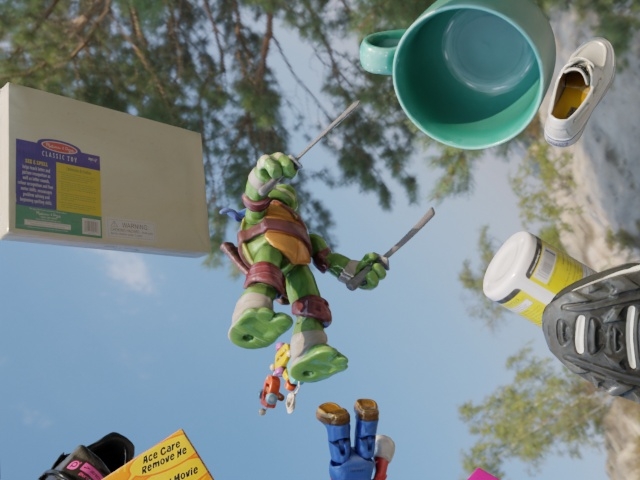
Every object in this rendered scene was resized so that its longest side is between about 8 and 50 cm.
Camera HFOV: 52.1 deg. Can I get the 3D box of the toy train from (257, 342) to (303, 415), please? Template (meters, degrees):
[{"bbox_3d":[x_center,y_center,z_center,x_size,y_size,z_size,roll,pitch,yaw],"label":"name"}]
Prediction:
[{"bbox_3d":[-0.050,0.231,1.069,0.046,0.166,0.125,17,-104,-21],"label":"toy train"}]

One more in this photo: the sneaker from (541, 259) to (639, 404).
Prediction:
[{"bbox_3d":[0.283,0.049,0.463,0.108,0.272,0.100,-132,37,-76],"label":"sneaker"}]

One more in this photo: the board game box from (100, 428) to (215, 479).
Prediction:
[{"bbox_3d":[-0.203,0.533,0.799,0.356,0.357,0.356,47,157,33],"label":"board game box"}]

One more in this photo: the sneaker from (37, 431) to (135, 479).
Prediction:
[{"bbox_3d":[-0.477,0.476,1.164,0.185,0.202,0.483,30,-171,0],"label":"sneaker"}]

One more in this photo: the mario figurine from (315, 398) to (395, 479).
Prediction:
[{"bbox_3d":[0.047,0.493,1.379,0.170,0.198,0.320,-14,-74,-72],"label":"mario figurine"}]

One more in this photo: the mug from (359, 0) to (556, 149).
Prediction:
[{"bbox_3d":[0.131,-0.168,0.584,0.158,0.129,0.097,41,-136,-3],"label":"mug"}]

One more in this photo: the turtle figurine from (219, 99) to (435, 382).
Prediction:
[{"bbox_3d":[0.000,0.000,0.732,0.197,0.275,0.266,78,-170,-47],"label":"turtle figurine"}]

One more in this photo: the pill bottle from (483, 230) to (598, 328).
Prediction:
[{"bbox_3d":[0.201,0.047,0.546,0.116,0.065,0.065,30,-159,-5],"label":"pill bottle"}]

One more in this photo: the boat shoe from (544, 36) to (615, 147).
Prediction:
[{"bbox_3d":[0.190,-0.117,0.480,0.035,0.100,0.035,22,160,28],"label":"boat shoe"}]

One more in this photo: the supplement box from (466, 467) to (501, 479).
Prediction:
[{"bbox_3d":[0.232,0.367,0.703,0.220,0.113,0.111,21,-143,38],"label":"supplement box"}]

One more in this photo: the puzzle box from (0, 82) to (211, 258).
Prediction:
[{"bbox_3d":[-0.393,-0.116,1.235,0.409,0.052,0.272,9,-111,-46],"label":"puzzle box"}]
